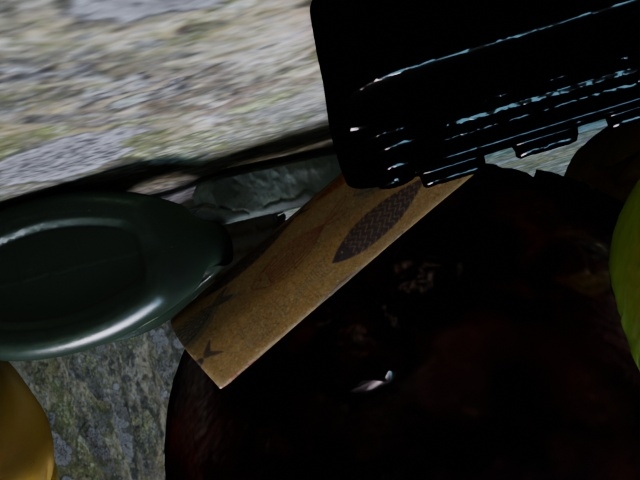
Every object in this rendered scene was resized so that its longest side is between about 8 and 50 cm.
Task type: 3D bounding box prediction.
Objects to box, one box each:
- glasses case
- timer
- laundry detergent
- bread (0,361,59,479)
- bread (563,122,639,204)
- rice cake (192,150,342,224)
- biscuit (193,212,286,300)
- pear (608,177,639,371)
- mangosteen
[{"bbox_3d":[0.000,0.000,0.745,0.170,0.041,0.064,-41,-169,3],"label":"glasses case"},{"bbox_3d":[0.069,-0.065,0.458,0.144,0.055,0.187,-17,173,0],"label":"timer"},{"bbox_3d":[-0.113,0.019,0.781,0.144,0.078,0.221,-15,176,5],"label":"laundry detergent"},{"bbox_3d":[-0.260,0.095,0.666,0.311,0.121,0.172,1,-162,-46],"label":"bread"},{"bbox_3d":[0.293,-0.049,0.981,0.195,0.143,0.269,-27,-174,-34],"label":"bread"},{"bbox_3d":[0.008,-0.037,0.837,0.170,0.029,0.033,-13,-177,-28],"label":"rice cake"},{"bbox_3d":[-0.127,0.028,1.071,0.238,0.062,0.108,-14,179,-6],"label":"biscuit"},{"bbox_3d":[0.330,-0.020,0.661,0.398,0.399,0.165,-15,133,-9],"label":"pear"},{"bbox_3d":[0.106,0.163,0.920,0.381,0.421,0.381,-32,-166,9],"label":"mangosteen"}]
